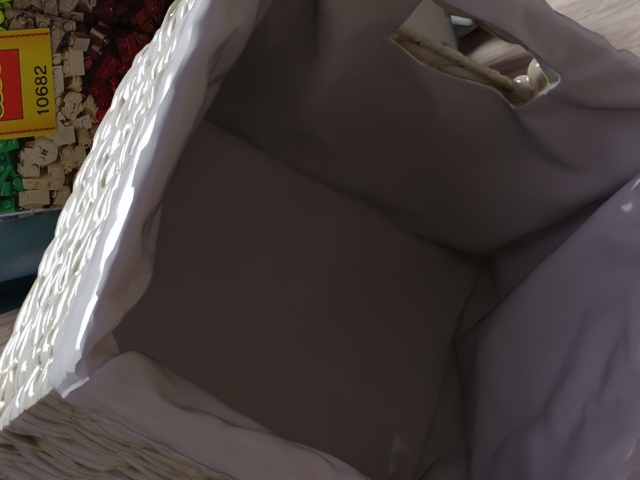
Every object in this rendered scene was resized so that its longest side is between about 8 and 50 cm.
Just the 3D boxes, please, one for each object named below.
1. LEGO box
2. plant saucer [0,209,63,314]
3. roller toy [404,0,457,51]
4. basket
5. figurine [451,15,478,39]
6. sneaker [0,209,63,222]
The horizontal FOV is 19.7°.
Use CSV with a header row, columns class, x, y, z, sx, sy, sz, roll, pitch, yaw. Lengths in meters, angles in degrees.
class,x,y,z,sx,sy,sz,roll,pitch,yaw
LEGO box,-0.301,-0.151,1.597,0.500,0.373,0.193,14,109,57
plant saucer,-0.315,0.045,1.500,0.318,0.318,0.043,-23,83,37
roller toy,0.007,-0.109,1.359,0.191,0.209,0.146,-39,49,44
basket,0.014,0.033,1.073,0.266,0.328,0.331,-38,30,59
figurine,0.148,-0.259,1.454,0.215,0.092,0.209,-28,44,34
sneaker,-0.302,-0.012,1.695,0.282,0.161,0.102,-15,46,41
